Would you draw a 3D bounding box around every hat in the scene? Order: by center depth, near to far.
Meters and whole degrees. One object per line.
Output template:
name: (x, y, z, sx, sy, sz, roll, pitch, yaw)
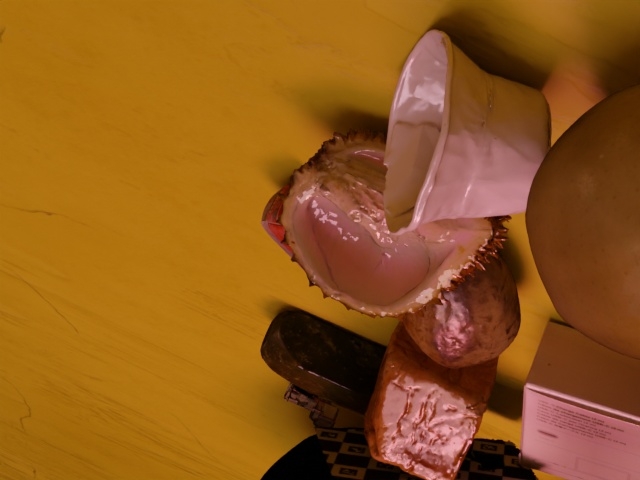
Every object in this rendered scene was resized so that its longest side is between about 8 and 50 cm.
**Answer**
hat: (0.141, -0.091, 1.384, 0.126, 0.203, 0.203, 8, 155, -10)

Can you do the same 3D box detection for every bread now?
bread: (0.136, 0.199, 1.873, 0.143, 0.149, 0.158, 18, 116, 5)

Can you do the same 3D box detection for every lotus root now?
lotus root: (0.156, 0.059, 1.675, 0.138, 0.138, 0.214, 11, 139, 23)

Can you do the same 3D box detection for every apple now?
apple: (0.313, -0.008, 1.281, 0.262, 0.262, 0.262, 19, 153, 10)

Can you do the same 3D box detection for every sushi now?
sushi: (0.137, 0.304, 1.952, 0.280, 0.043, 0.192, 4, -168, -8)

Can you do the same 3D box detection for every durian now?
durian: (0.079, -0.021, 1.547, 0.250, 0.138, 0.183, 15, 119, 20)

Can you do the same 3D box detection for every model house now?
model house: (-0.013, 0.244, 2.206, 0.083, 0.057, 0.058, 23, 148, -3)

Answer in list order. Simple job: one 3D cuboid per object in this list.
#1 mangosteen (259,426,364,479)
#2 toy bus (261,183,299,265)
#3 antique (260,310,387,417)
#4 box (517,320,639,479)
mangosteen: (0.097, 0.450, 2.218, 0.435, 0.382, 0.382, -15, 153, -10)
toy bus: (0.000, 0.000, 1.739, 0.077, 0.079, 0.174, 7, 150, 48)
antique: (0.025, 0.174, 2.022, 0.221, 0.080, 0.081, 23, 154, 0)
box: (0.355, 0.223, 1.821, 0.203, 0.106, 0.251, 17, 153, 16)
